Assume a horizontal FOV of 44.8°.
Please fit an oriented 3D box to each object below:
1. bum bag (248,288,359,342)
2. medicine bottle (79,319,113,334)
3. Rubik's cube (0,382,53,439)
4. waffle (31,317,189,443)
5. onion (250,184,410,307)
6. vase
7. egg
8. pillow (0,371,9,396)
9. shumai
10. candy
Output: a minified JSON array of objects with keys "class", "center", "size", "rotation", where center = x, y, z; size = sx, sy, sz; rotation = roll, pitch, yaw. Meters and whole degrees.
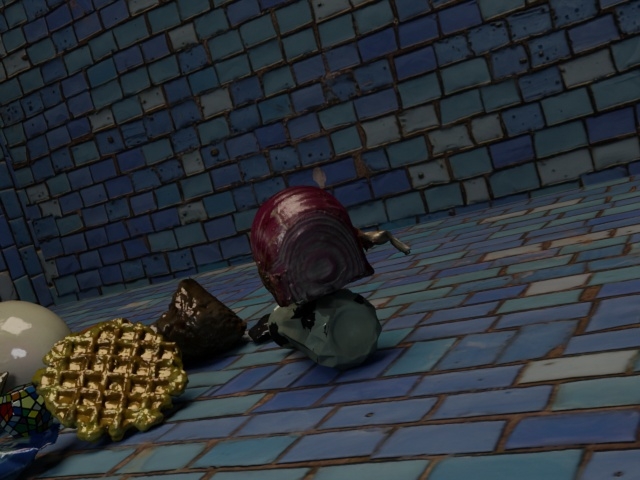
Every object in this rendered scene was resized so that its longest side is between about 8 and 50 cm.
[{"class":"bum bag","center":[-0.044,0.191,2.027],"size":[0.310,0.074,0.137],"rotation":[-17,17,5]},{"class":"medicine bottle","center":[-0.489,0.289,1.808],"size":[0.096,0.191,0.096],"rotation":[-17,5,2]},{"class":"Rubik's cube","center":[-0.677,0.391,1.785],"size":[0.112,0.133,0.133],"rotation":[11,15,16]},{"class":"waffle","center":[-0.432,0.287,1.635],"size":[0.325,0.068,0.302],"rotation":[36,45,29]},{"class":"onion","center":[-0.030,0.005,1.562],"size":[0.272,0.230,0.256],"rotation":[-29,5,-37]},{"class":"vase","center":[-0.006,0.186,1.671],"size":[0.165,0.165,0.360],"rotation":[-20,4,-22]},{"class":"egg","center":[-0.795,0.304,2.061],"size":[0.345,0.283,0.283],"rotation":[3,18,38]},{"class":"pillow","center":[-0.861,0.420,1.874],"size":[0.212,0.052,0.208],"rotation":[-13,46,26]},{"class":"shumai","center":[-0.357,0.264,2.046],"size":[0.283,0.217,0.346],"rotation":[-49,1,-8]},{"class":"candy","center":[-0.655,0.442,1.475],"size":[0.331,0.077,0.187],"rotation":[-21,6,-17]}]
